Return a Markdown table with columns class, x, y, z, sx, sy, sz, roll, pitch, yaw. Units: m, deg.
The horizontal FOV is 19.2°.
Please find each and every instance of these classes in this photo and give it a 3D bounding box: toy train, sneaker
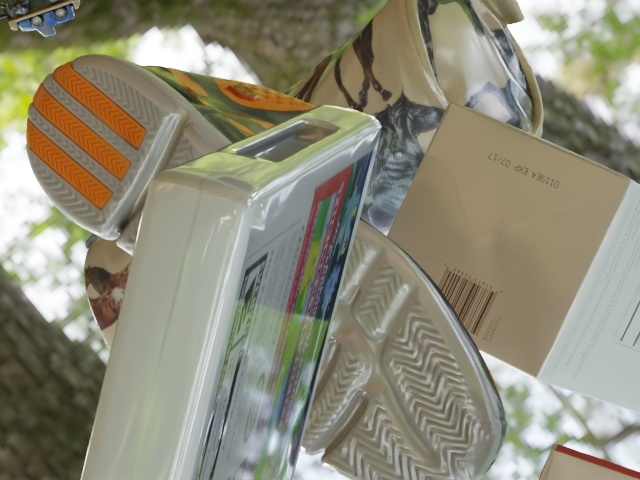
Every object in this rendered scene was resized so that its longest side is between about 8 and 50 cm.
| class | x | y | z | sx | sy | sz | roll | pitch | yaw |
| --- | --- | --- | --- | --- | --- | --- | --- | --- | --- |
| toy train | -0.220 | -0.127 | 1.184 | 0.158 | 0.036 | 0.027 | -21 | -154 | -1 |
| sneaker | 0.000 | 0.000 | 1.048 | 0.125 | 0.321 | 0.180 | -52 | 164 | 23 |

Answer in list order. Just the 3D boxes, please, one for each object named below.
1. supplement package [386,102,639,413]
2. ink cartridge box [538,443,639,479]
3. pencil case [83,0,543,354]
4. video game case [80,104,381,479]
| class | x | y | z | sx | sy | sz | roll | pitch | yaw |
| --- | --- | --- | --- | --- | --- | --- | --- | --- | --- |
| supplement package | 0.160 | 0.021 | 1.239 | 0.139 | 0.244 | 0.134 | 27 | -87 | 31 |
| ink cartridge box | 0.144 | 0.148 | 0.898 | 0.135 | 0.099 | 0.056 | 80 | 30 | -73 |
| pencil case | -0.009 | -0.042 | 1.462 | 0.410 | 0.160 | 0.183 | -37 | -153 | 32 |
| video game case | -0.031 | 0.072 | 0.440 | 0.183 | 0.023 | 0.201 | -40 | 144 | -78 |
